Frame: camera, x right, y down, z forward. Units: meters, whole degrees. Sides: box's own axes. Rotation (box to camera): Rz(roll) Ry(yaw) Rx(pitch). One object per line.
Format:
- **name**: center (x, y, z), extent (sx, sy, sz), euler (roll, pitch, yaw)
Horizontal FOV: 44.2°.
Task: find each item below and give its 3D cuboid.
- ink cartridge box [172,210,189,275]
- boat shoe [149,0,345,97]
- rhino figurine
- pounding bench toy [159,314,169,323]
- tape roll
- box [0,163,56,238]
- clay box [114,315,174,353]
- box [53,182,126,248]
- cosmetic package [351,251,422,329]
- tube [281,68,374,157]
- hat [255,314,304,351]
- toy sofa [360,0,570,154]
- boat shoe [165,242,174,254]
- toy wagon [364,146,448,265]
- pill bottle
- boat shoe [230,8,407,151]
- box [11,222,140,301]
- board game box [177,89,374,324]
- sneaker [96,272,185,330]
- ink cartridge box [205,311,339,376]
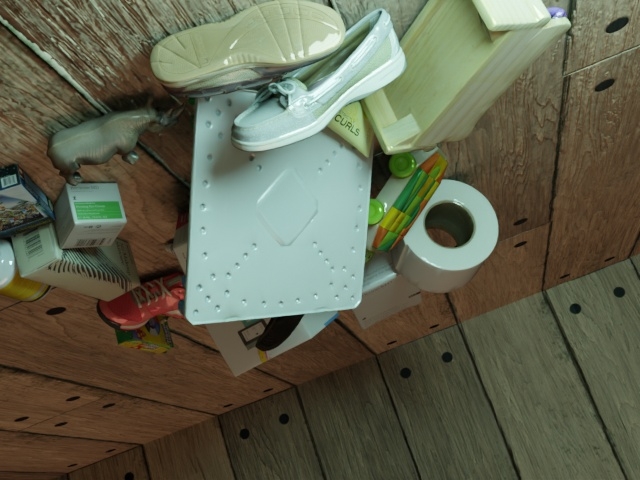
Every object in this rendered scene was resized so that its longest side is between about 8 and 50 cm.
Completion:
- **ink cartridge box**: center (-0.142, -0.023, 1.599), extent (0.283, 0.117, 0.207), euler (-21, -159, 2)
- **boat shoe**: center (-0.105, -0.276, 1.167), extent (0.285, 0.102, 0.092), euler (-16, 167, -5)
- **rhino figurine**: center (-0.325, -0.169, 1.268), extent (0.243, 0.073, 0.106), euler (-22, 162, 4)
- **pounding bench toy**: center (-0.402, 0.180, 2.055), extent (0.052, 0.083, 0.065), euler (-29, 157, 22)
- **tape roll**: center (0.307, -0.008, 1.985), extent (0.246, 0.246, 0.169), euler (-16, 159, -10)
- **box**: center (-0.602, -0.046, 1.367), extent (0.233, 0.044, 0.159), euler (-18, 159, -4)
- **clay box**: center (-0.454, 0.218, 2.043), extent (0.053, 0.127, 0.222), euler (-25, 159, 15)
- **box**: center (-0.429, -0.046, 1.460), extent (0.101, 0.087, 0.102), euler (-3, 153, -37)
- **cosmetic package**: center (0.161, 0.111, 2.267), extent (0.217, 0.156, 0.385), euler (-26, 160, 2)
- **tube**: center (0.028, -0.232, 1.387), extent (0.070, 0.062, 0.240), euler (-45, 142, 17)
- **hat**: center (-0.075, 0.072, 1.706), extent (0.331, 0.134, 0.331), euler (-53, 168, -15)
- **toy sofa**: center (0.224, -0.304, 1.308), extent (0.177, 0.150, 0.362), euler (-13, 159, -30)
- **boat shoe**: center (-0.319, 0.023, 1.815), extent (0.035, 0.035, 0.100), euler (1, 175, 29)
- **toy wagon**: center (0.160, -0.061, 1.755), extent (0.344, 0.068, 0.267), euler (-57, 161, 6)
- **pill bottle**: center (-0.609, 0.055, 1.530), extent (0.103, 0.103, 0.184), euler (-23, 159, 10)
- **boat shoe**: center (-0.009, -0.244, 1.222), extent (0.320, 0.118, 0.103), euler (-32, 124, -14)
- **box**: center (-0.486, 0.037, 1.588), extent (0.094, 0.113, 0.275), euler (-26, 160, 14)
- **board game box**: center (-0.071, -0.060, 1.403), extent (0.390, 0.389, 0.050), euler (-1, -172, -40)
- **sneaker**: center (-0.398, 0.127, 1.930), extent (0.314, 0.116, 0.136), euler (-8, 147, -45)
- **ink cartridge box**: center (-0.136, 0.200, 2.108), extent (0.270, 0.197, 0.198), euler (-30, 180, 27)
